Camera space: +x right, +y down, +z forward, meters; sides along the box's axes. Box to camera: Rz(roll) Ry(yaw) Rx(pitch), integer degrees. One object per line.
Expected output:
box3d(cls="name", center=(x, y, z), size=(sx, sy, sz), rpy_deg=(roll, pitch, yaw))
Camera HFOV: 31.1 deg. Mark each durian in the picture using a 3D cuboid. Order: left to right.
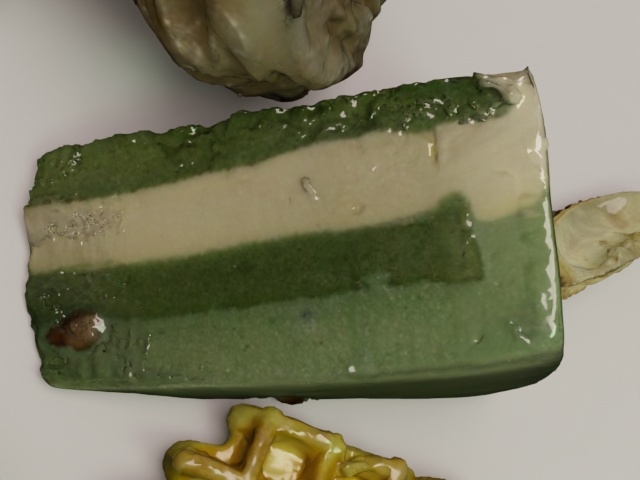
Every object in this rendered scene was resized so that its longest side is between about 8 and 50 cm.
box3d(cls="durian", center=(0.175, -0.004, 0.714), size=(0.130, 0.066, 0.052), rpy_deg=(-31, 91, -31))

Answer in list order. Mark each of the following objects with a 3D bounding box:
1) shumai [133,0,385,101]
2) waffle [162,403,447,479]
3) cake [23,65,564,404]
box3d(cls="shumai", center=(-0.093, -0.216, 0.625), size=(0.262, 0.267, 0.314), rpy_deg=(5, 36, 17))
box3d(cls="waffle", center=(-0.015, 0.179, 0.618), size=(0.211, 0.055, 0.160), rpy_deg=(25, 73, -12))
box3d(cls="cake", center=(-0.006, 0.000, 0.597), size=(0.283, 0.172, 0.158), rpy_deg=(1, 77, -17))
